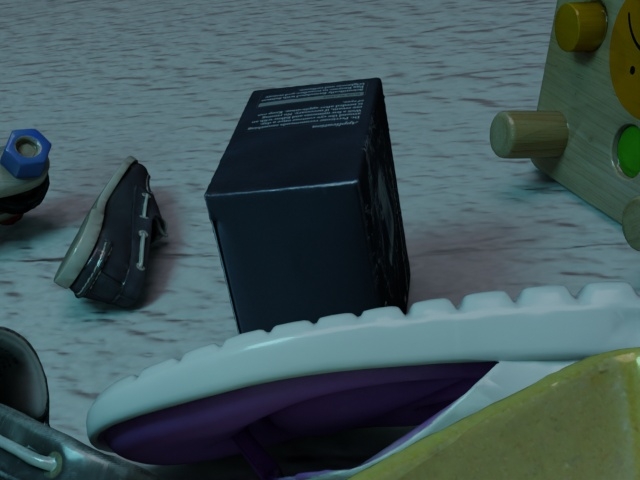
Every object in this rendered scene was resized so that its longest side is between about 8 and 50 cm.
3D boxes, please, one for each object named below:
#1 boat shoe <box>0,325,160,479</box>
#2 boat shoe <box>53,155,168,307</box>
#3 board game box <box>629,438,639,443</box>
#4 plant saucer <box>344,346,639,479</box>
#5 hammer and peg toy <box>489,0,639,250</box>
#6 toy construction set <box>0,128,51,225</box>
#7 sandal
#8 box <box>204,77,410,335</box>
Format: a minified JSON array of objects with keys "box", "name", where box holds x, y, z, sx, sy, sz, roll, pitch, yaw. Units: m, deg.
[{"box":[-0.189,0.103,0.623,0.335,0.121,0.119,23,79,42],"name":"boat shoe"},{"box":[-0.159,-0.005,0.939,0.065,0.075,0.206,31,21,-11],"name":"boat shoe"},{"box":[0.197,0.105,0.477,0.170,0.141,0.048,-14,26,-4],"name":"board game box"},{"box":[0.073,0.144,0.228,0.333,0.081,0.333,-20,18,-28],"name":"plant saucer"},{"box":[0.255,-0.116,0.744,0.127,0.265,0.361,-2,22,-21],"name":"hammer and peg toy"},{"box":[-0.409,-0.052,0.974,0.309,0.257,0.237,-12,32,49],"name":"toy construction set"},{"box":[0.070,0.094,0.583,0.416,0.169,0.102,-11,69,16],"name":"sandal"},{"box":[0.000,0.000,0.738,0.093,0.156,0.158,-5,29,11],"name":"box"}]
